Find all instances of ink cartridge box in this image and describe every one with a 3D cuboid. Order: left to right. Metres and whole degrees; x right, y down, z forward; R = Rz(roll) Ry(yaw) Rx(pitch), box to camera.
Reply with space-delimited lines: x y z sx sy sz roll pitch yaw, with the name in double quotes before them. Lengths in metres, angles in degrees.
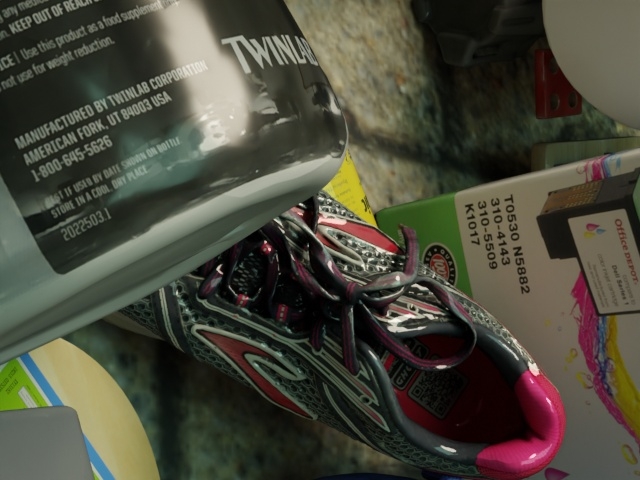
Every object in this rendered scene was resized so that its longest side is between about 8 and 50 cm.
"ink cartridge box" 0.188 0.048 0.770 0.117 0.278 0.201 -11 89 -48

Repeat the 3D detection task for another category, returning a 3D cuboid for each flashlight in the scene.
"flashlight" 0.189 -0.199 0.963 0.304 0.103 0.103 -14 65 -47

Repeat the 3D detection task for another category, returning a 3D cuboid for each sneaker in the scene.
"sneaker" -0.007 0.021 0.641 0.299 0.112 0.121 28 87 -20

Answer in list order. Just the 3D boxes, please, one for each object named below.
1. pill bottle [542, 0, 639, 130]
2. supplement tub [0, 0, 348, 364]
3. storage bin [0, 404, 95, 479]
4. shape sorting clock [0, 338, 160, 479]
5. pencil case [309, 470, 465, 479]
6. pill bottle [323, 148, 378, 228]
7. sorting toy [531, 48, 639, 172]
"pill bottle" 0.284 -0.205 0.864 0.334 0.188 0.188 -41 111 -39
"supplement tub" -0.151 -0.128 0.474 0.207 0.207 0.338 -25 86 -47
"storage bin" -0.130 0.109 0.482 0.135 0.098 0.091 3 72 -56
"shape sorting clock" -0.142 0.138 0.570 0.206 0.040 0.206 15 71 -54
"pencil case" 0.051 0.268 0.687 0.133 0.119 0.306 -10 89 -18
"pill bottle" 0.000 0.000 0.737 0.065 0.065 0.116 -31 104 -46
"sorting toy" 0.200 -0.012 0.924 0.132 0.046 0.274 -7 99 -46
